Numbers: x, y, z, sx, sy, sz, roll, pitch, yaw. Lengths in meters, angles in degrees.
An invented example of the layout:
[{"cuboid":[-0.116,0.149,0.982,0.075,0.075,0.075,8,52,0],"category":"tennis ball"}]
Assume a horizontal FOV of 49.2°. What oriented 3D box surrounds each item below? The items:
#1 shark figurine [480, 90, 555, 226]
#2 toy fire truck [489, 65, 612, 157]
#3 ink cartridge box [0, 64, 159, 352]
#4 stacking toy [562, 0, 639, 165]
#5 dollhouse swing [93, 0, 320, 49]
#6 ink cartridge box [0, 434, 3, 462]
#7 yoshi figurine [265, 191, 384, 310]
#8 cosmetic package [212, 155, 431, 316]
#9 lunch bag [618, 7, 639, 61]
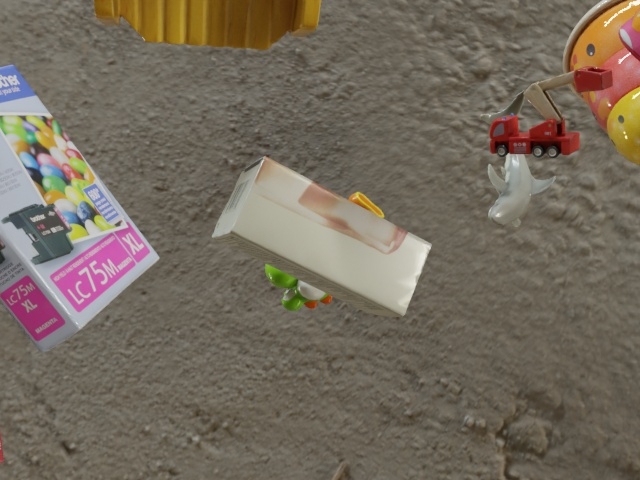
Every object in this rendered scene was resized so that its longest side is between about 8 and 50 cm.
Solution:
[{"cuboid":[0.407,-0.141,1.395,0.116,0.166,0.278,-13,60,38],"category":"shark figurine"},{"cuboid":[0.356,-0.201,1.104,0.192,0.047,0.135,8,113,40],"category":"toy fire truck"},{"cuboid":[-0.304,-0.061,0.687,0.065,0.186,0.311,-34,100,20],"category":"ink cartridge box"},{"cuboid":[0.709,-0.276,1.463,0.351,0.479,0.350,6,141,4],"category":"stacking toy"},{"cuboid":[-0.157,-0.394,1.016,0.347,0.305,0.315,0,124,-12],"category":"dollhouse swing"},{"cuboid":[-0.425,0.172,0.693,0.127,0.176,0.128,-18,68,1],"category":"ink cartridge box"},{"cuboid":[-0.010,0.032,1.801,0.362,0.203,0.203,-45,66,24],"category":"yoshi figurine"},{"cuboid":[0.000,0.000,1.085,0.296,0.153,0.129,28,78,-17],"category":"cosmetic package"},{"cuboid":[0.529,-0.224,0.847,0.258,0.293,0.120,50,137,19],"category":"lunch bag"}]
